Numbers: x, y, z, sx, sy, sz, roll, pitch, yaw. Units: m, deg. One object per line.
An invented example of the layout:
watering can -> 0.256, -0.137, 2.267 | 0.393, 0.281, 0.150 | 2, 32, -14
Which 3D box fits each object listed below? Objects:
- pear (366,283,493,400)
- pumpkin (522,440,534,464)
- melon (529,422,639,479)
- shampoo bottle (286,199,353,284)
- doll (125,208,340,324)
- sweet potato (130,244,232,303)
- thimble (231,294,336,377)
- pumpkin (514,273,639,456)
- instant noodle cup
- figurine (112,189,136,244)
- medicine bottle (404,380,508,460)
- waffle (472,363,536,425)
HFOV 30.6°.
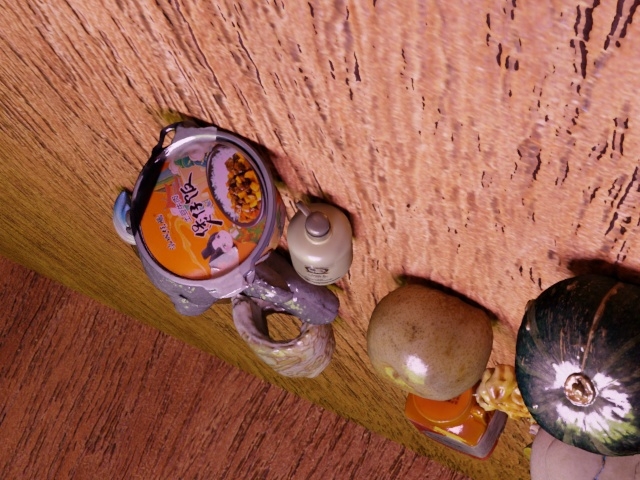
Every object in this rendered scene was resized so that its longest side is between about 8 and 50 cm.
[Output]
pear -> 0.139, 0.132, 1.531 | 0.167, 0.136, 0.167 | 29, 168, 7
pumpkin -> 0.465, 0.402, 2.051 | 0.217, 0.110, 0.217 | 37, 175, 4
melon -> 0.383, 0.271, 1.280 | 0.330, 0.268, 0.268 | 21, 166, 17
shampoo bottle -> 0.000, 0.000, 1.408 | 0.079, 0.079, 0.162 | 25, 167, 8
doll -> -0.134, 0.065, 1.767 | 0.340, 0.158, 0.246 | 32, 179, -33
sweet potato -> -0.255, 0.023, 2.057 | 0.112, 0.085, 0.286 | -19, 130, 29
thimble -> -0.069, 0.144, 2.005 | 0.190, 0.137, 0.143 | 33, 171, 26
pumpkin -> 0.280, 0.123, 1.136 | 0.146, 0.190, 0.190 | -15, -165, -35
instant noodle cup -> -0.117, -0.030, 1.362 | 0.178, 0.208, 0.125 | -9, 171, 15
figurine -> -0.301, -0.041, 1.909 | 0.114, 0.079, 0.114 | 48, -165, -17
medicine bottle -> 0.231, 0.291, 2.029 | 0.149, 0.112, 0.222 | 21, 167, 24
waffle -> 0.345, 0.222, 1.549 | 0.283, 0.065, 0.309 | 10, 165, 16
